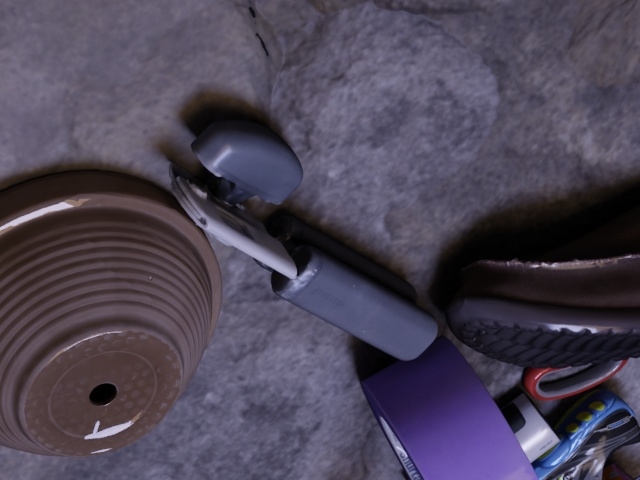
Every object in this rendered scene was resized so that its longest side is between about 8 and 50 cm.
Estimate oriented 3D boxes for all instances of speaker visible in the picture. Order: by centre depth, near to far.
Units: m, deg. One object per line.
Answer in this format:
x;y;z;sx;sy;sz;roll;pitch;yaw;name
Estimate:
0.143;0.196;1.598;0.136;0.055;0.055;-37;134;4;speaker

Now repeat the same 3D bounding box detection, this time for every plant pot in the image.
-0.172;0.077;1.290;0.237;0.110;0.237;-15;132;-17;plant pot

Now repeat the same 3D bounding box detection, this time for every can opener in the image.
0.000;0.000;1.345;0.095;0.076;0.283;-47;134;14;can opener

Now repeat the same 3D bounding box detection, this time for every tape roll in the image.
0.113;0.178;1.472;0.080;0.189;0.189;-29;134;-4;tape roll

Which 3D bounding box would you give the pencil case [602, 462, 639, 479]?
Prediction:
0.207;0.329;1.697;0.284;0.124;0.124;-36;135;3;pencil case

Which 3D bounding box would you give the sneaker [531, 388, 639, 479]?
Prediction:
0.218;0.220;1.638;0.078;0.067;0.188;41;100;-12;sneaker

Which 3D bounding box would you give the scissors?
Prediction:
0.313;0.061;1.610;0.297;0.021;0.109;-19;130;-15;scissors

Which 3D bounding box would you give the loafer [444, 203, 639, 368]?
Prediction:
0.272;0.027;1.507;0.366;0.130;0.134;-2;164;-18;loafer
